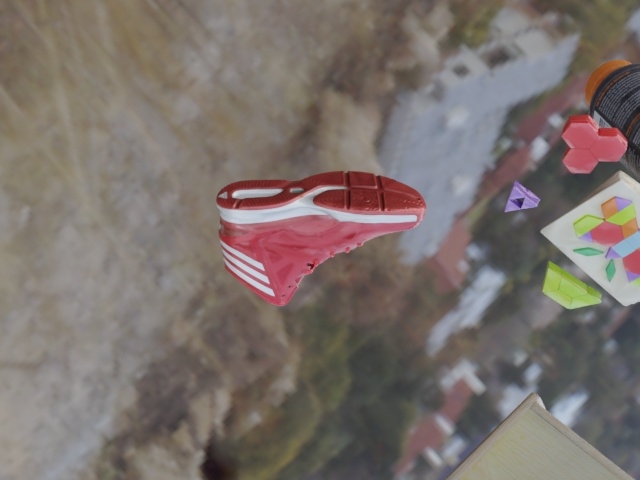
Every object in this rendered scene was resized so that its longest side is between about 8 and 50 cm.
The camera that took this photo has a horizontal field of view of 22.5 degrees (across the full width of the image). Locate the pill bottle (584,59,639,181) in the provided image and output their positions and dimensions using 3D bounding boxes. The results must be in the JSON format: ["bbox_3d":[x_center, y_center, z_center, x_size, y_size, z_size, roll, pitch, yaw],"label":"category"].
[{"bbox_3d":[0.446,-0.157,2.171,0.130,0.245,0.130,-9,123,-14],"label":"pill bottle"}]

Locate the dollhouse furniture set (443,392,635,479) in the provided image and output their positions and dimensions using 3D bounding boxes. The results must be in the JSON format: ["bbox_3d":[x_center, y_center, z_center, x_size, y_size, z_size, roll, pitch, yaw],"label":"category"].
[{"bbox_3d":[0.351,0.421,2.113,0.362,0.256,0.394,-43,140,-10],"label":"dollhouse furniture set"}]

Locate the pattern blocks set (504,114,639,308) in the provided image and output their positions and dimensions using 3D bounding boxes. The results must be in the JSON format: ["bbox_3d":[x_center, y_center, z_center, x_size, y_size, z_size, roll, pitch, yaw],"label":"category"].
[{"bbox_3d":[0.386,-0.002,2.017,0.285,0.325,0.026,-54,-165,41],"label":"pattern blocks set"}]

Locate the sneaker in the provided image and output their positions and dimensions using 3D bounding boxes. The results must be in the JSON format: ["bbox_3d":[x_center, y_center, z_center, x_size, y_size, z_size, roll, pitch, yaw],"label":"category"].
[{"bbox_3d":[0.000,0.000,1.719,0.221,0.087,0.128,2,121,1],"label":"sneaker"}]
